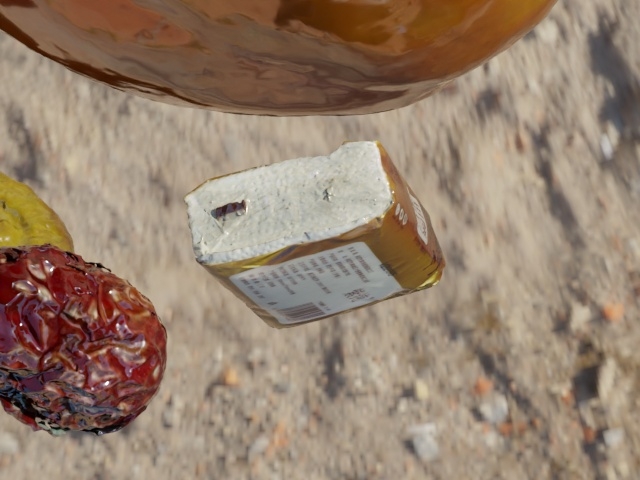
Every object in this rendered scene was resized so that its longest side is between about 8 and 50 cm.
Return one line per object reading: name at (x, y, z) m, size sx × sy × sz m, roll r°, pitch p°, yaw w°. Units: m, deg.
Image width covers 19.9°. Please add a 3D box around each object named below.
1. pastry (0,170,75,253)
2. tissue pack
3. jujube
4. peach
pastry at (-0.351, 0.029, 1.713) m, size 0.240 × 0.235 × 0.132 m, roll 34°, pitch 124°, yaw 25°
tissue pack at (0.000, 0.000, 1.602) m, size 0.183 × 0.092 × 0.226 m, roll -18°, pitch 157°, yaw 10°
jujube at (-0.151, 0.049, 1.038) m, size 0.104 × 0.104 × 0.166 m, roll -26°, pitch 147°, yaw 12°
peach at (-0.040, -0.216, 0.705) m, size 0.302 × 0.343 × 0.343 m, roll 17°, pitch 118°, yaw -24°
